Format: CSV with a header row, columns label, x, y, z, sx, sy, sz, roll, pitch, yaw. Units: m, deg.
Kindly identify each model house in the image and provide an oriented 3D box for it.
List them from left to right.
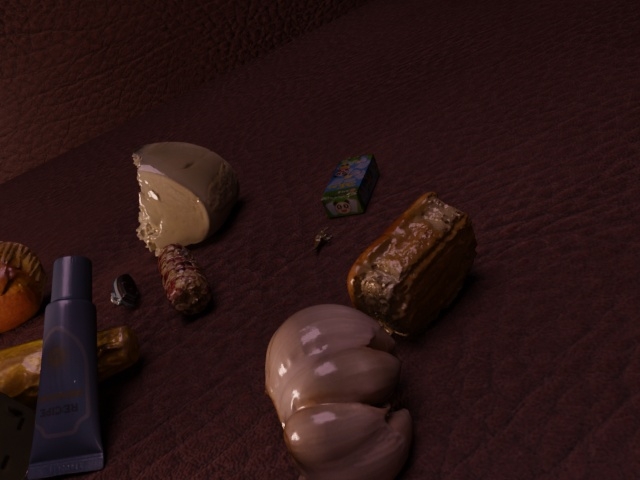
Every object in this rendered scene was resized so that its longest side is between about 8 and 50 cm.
label,x,y,z,sx,sy,sz,roll,pitch,yaw
model house,-0.669,0.390,1.019,0.278,0.218,0.205,-31,33,22

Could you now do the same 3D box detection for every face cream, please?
label,x,y,z,sx,sy,sz,roll,pitch,yaw
face cream,-0.448,0.214,1.054,0.135,0.086,0.385,-11,66,6

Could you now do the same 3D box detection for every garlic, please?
label,x,y,z,sx,sy,sz,roll,pitch,yaw
garlic,0.028,0.190,0.824,0.203,0.185,0.281,-12,26,-13

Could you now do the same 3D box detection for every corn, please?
label,x,y,z,sx,sy,sz,roll,pitch,yaw
corn,-0.316,0.077,1.346,0.098,0.098,0.290,-29,27,-9

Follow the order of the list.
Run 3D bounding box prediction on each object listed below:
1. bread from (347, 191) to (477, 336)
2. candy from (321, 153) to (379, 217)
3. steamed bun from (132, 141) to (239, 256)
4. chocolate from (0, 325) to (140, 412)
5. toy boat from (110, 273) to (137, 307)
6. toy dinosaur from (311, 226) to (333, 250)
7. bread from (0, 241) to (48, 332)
label,x,y,z,sx,sy,sz,roll,pitch,yaw
bread,0.155,0.045,0.980,0.245,0.174,0.121,-43,38,-18
candy,0.076,-0.136,1.448,0.097,0.062,0.194,-7,32,24
steamed bun,-0.381,-0.142,1.579,0.273,0.272,0.290,-15,34,14
chocolate,-0.575,0.267,1.149,0.445,0.162,0.162,-19,29,3
toy boat,-0.477,0.127,1.421,0.066,0.059,0.140,-50,31,6
toy dinosaur,0.003,-0.002,1.312,0.041,0.026,0.113,-23,19,15
bread,-0.858,0.140,1.515,0.288,0.204,0.156,-21,24,-6
